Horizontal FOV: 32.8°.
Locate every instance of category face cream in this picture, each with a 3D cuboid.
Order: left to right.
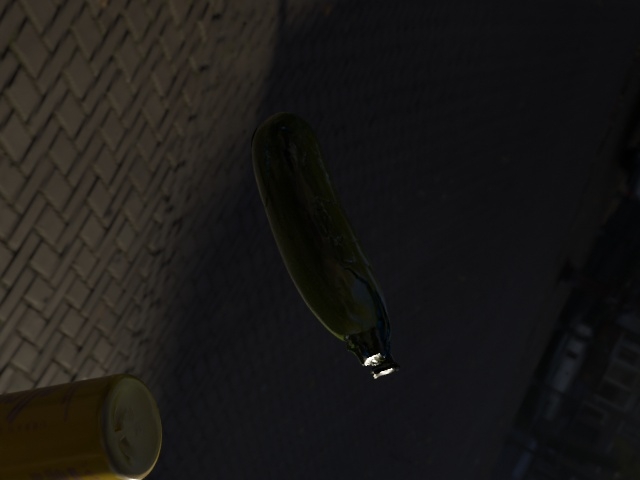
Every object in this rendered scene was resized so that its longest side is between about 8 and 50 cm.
[{"bbox_3d":[-0.254,0.158,0.825,0.078,0.273,0.078,-12,90,-67],"label":"face cream"}]

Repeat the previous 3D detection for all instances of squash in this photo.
[{"bbox_3d":[0.000,0.001,1.115,0.087,0.331,0.087,-19,152,-10],"label":"squash"}]
